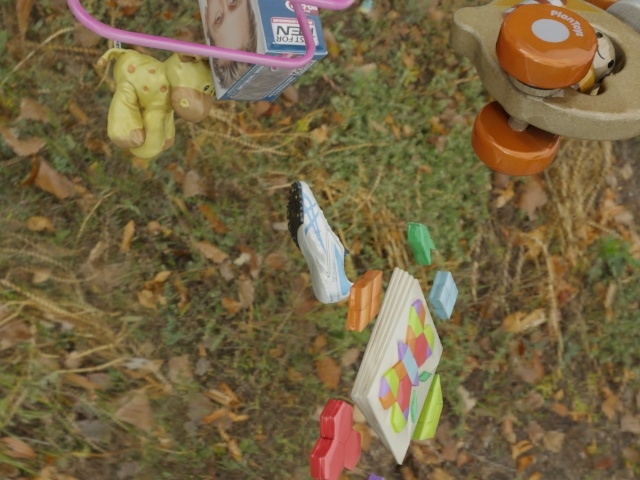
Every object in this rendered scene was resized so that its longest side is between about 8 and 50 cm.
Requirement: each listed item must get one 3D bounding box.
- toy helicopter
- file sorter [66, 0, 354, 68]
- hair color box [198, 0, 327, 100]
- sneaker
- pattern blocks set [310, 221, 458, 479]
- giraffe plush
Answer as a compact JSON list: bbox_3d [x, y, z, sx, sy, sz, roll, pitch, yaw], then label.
[{"bbox_3d":[0.231,-0.235,0.848,0.235,0.140,0.355,-10,52,-12],"label":"toy helicopter"},{"bbox_3d":[-0.037,-0.271,0.525,0.202,0.291,0.182,2,56,-32],"label":"file sorter"},{"bbox_3d":[-0.108,-0.403,1.269,0.105,0.174,0.347,-6,78,-32],"label":"hair color box"},{"bbox_3d":[0.000,0.000,1.579,0.086,0.085,0.237,-16,84,-25],"label":"sneaker"},{"bbox_3d":[0.091,0.142,0.955,0.285,0.026,0.325,50,50,-51],"label":"pattern blocks set"},{"bbox_3d":[-0.239,-0.244,1.367,0.181,0.170,0.210,-52,135,-66],"label":"giraffe plush"}]
